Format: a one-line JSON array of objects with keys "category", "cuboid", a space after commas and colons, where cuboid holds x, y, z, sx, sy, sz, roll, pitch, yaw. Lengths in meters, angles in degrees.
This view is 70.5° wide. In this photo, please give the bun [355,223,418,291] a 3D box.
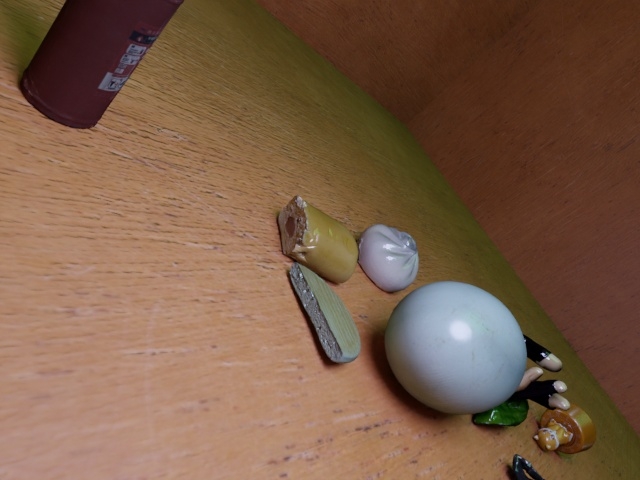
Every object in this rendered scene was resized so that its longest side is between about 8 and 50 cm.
[{"category": "bun", "cuboid": [0.171, 0.033, 1.079, 0.173, 0.120, 0.173, 40, 27, -25]}]

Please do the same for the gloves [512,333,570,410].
[{"category": "gloves", "cuboid": [0.434, 0.278, 1.045, 0.197, 0.152, 0.301, -18, 25, -24]}]

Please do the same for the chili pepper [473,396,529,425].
[{"category": "chili pepper", "cuboid": [0.418, 0.383, 1.037, 0.100, 0.074, 0.257, 11, -7, 38]}]

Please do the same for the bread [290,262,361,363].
[{"category": "bread", "cuboid": [0.015, 0.128, 0.764, 0.112, 0.036, 0.193, 27, 28, -51]}]

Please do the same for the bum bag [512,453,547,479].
[{"category": "bum bag", "cuboid": [0.426, 0.524, 0.844, 0.248, 0.069, 0.102, -94, 161, -60]}]

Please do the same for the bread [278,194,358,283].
[{"category": "bread", "cuboid": [0.001, -0.001, 0.869, 0.173, 0.085, 0.134, 30, 30, -37]}]

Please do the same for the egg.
[{"category": "egg", "cuboid": [0.256, 0.200, 0.837, 0.371, 0.230, 0.230, 30, 29, -51]}]

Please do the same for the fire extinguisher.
[{"category": "fire extinguisher", "cuboid": [-0.230, -0.285, 0.574, 0.147, 0.337, 0.106, 24, 35, -46]}]

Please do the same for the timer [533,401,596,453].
[{"category": "timer", "cuboid": [0.619, 0.506, 1.185, 0.152, 0.132, 0.132, -5, 54, -35]}]
